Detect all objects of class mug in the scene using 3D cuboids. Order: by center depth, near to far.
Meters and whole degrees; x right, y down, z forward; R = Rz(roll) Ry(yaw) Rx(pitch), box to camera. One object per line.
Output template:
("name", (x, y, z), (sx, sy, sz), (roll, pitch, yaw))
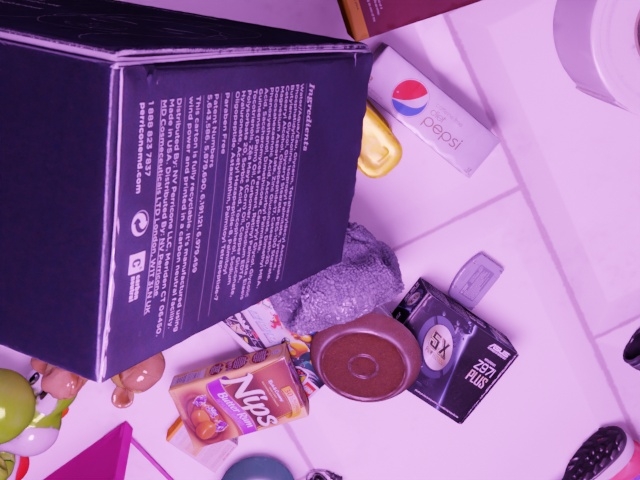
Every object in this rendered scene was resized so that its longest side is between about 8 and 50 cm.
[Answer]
("mug", (-0.113, 0.413, 1.478), (0.158, 0.097, 0.129), (-9, 108, 0))

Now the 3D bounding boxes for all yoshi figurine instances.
("yoshi figurine", (-0.518, 0.313, 1.377), (0.203, 0.203, 0.362), (39, 98, -7))

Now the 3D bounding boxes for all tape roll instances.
("tape roll", (0.460, -0.294, 1.265), (0.246, 0.169, 0.246), (-1, 106, -4))

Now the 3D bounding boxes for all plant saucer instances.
("plant saucer", (0.065, 0.180, 1.373), (0.168, 0.029, 0.168), (4, 121, 6))

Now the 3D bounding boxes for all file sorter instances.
("file sorter", (-0.364, 0.470, 1.429), (0.291, 0.202, 0.182), (-36, 109, 7))

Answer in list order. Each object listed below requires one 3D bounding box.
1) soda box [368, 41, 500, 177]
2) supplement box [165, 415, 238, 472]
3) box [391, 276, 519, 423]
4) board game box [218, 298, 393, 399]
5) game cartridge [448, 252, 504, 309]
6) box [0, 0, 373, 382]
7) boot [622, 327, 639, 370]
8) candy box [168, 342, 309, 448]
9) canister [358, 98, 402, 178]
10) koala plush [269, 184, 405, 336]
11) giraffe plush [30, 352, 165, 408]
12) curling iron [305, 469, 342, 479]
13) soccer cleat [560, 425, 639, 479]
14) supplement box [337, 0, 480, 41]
("soda box", (0.151, -0.187, 1.329), (0.216, 0.069, 0.074), (37, 101, -14))
("supplement box", (-0.188, 0.314, 1.475), (0.098, 0.036, 0.062), (38, 100, -13))
("box", (0.186, 0.171, 1.435), (0.180, 0.077, 0.147), (35, 101, -12))
("board game box", (-0.062, 0.079, 1.403), (0.193, 0.053, 0.305), (-44, 104, 8))
("game cartridge", (0.238, 0.062, 1.438), (0.056, 0.017, 0.083), (34, 102, -16))
("box", (-0.266, -0.112, 1.029), (0.480, 0.472, 0.297), (16, 110, 24))
("boot", (0.664, 0.151, 1.445), (0.338, 0.118, 0.222), (-39, 100, 4))
("candy box", (-0.121, 0.234, 1.398), (0.187, 0.053, 0.109), (-18, 109, 7))
("canister", (0.050, -0.156, 1.279), (0.073, 0.170, 0.126), (-42, 105, 9))
("koala plush", (0.000, 0.000, 1.275), (0.196, 0.203, 0.221), (-24, 92, -4))
("giraffe plush", (-0.301, 0.165, 1.360), (0.181, 0.210, 0.170), (-39, 122, 9))
("curling iron", (0.045, 0.498, 1.546), (0.068, 0.035, 0.274), (-22, 107, 3))
("soccer cleat", (0.411, 0.446, 1.521), (0.116, 0.108, 0.318), (42, 98, -18))
("supplement box", (0.105, -0.389, 1.233), (0.194, 0.129, 0.191), (-18, 107, 2))
